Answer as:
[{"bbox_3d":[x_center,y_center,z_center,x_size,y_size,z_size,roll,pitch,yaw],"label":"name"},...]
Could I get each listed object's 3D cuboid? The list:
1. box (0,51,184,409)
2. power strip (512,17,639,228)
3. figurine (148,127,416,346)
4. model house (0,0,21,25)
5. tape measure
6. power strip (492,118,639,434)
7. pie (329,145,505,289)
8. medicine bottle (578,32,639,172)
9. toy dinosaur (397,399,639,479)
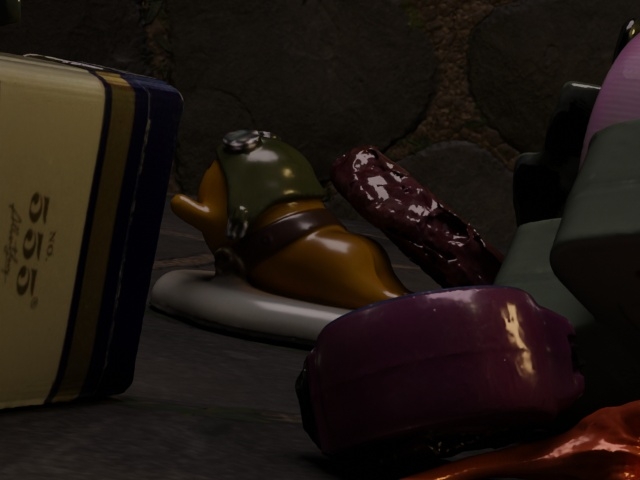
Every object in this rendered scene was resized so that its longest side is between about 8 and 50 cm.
[{"bbox_3d":[-0.164,-0.006,0.882,0.071,0.168,0.259,12,4,25],"label":"box"},{"bbox_3d":[0.194,-0.024,1.349,0.092,0.251,0.257,5,3,19],"label":"power strip"},{"bbox_3d":[0.000,0.000,1.383,0.250,0.141,0.166,10,3,19],"label":"figurine"},{"bbox_3d":[-0.391,-0.138,1.017,0.382,0.343,0.334,7,6,-29],"label":"model house"},{"bbox_3d":[0.058,0.066,0.894,0.125,0.074,0.118,0,-18,-39],"label":"tape measure"},{"bbox_3d":[0.216,0.020,1.028,0.261,0.141,0.229,-7,-41,45],"label":"power strip"},{"bbox_3d":[0.101,0.010,1.455,0.204,0.054,0.218,42,1,26],"label":"pie"},{"bbox_3d":[0.334,-0.016,1.154,0.315,0.202,0.202,12,5,32],"label":"medicine bottle"},{"bbox_3d":[0.143,0.100,0.881,0.279,0.055,0.101,6,-14,-44],"label":"toy dinosaur"}]
